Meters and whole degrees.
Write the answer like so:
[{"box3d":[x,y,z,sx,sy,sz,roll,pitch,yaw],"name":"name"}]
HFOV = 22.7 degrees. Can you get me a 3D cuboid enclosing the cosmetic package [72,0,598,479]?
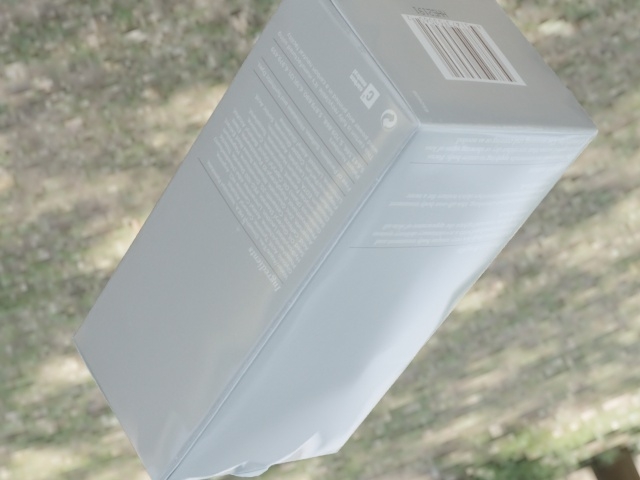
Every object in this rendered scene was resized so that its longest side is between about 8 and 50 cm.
[{"box3d":[0.000,0.000,0.732,0.127,0.107,0.238,-2,140,-47],"name":"cosmetic package"}]
